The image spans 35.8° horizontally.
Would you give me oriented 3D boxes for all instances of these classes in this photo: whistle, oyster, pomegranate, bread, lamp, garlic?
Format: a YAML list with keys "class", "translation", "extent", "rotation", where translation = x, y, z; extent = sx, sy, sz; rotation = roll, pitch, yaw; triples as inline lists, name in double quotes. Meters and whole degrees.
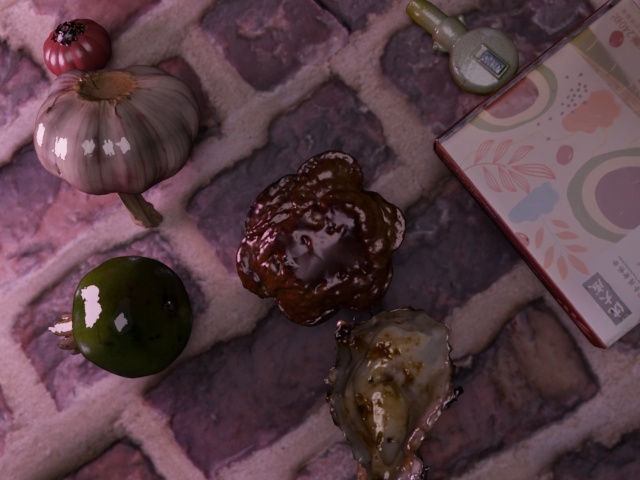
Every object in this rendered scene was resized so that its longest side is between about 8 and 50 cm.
- class: "whistle"
  translation: [0.213, -0.303, 1.505]
  extent: [0.198, 0.057, 0.104]
  rotation: [42, 90, 6]
- class: "oyster"
  translation: [0.109, 0.264, 1.437]
  extent: [0.197, 0.133, 0.337]
  rotation: [-3, 88, 3]
- class: "pomegranate"
  translation: [-0.303, 0.119, 1.477]
  extent: [0.225, 0.187, 0.187]
  rotation: [-15, 84, 28]
- class: "bread"
  translation: [0.003, 0.013, 1.463]
  extent: [0.246, 0.135, 0.232]
  rotation: [-42, 84, 1]
- class: "lamp"
  translation: [-0.378, -0.296, 1.544]
  extent: [0.107, 0.092, 0.108]
  rotation: [-9, 51, 12]
- class: "garlic"
  translation: [-0.291, -0.127, 1.491]
  extent: [0.245, 0.245, 0.253]
  rotation: [-6, 126, 5]

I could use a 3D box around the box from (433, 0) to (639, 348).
- class: "box"
  translation: [0.416, -0.099, 1.439]
  extent: [0.344, 0.122, 0.385]
  rotation: [-39, 83, 1]
